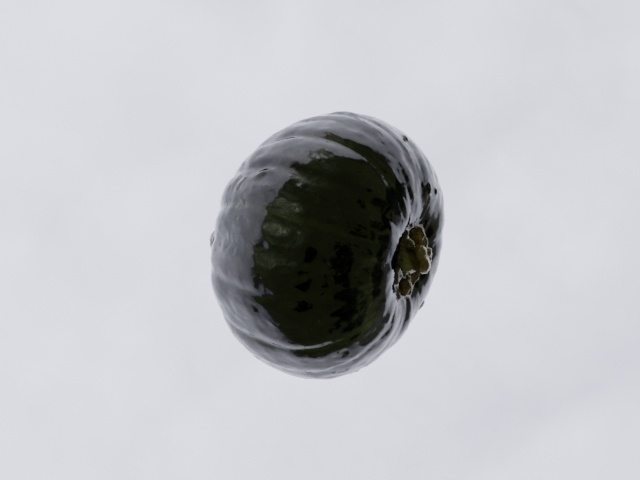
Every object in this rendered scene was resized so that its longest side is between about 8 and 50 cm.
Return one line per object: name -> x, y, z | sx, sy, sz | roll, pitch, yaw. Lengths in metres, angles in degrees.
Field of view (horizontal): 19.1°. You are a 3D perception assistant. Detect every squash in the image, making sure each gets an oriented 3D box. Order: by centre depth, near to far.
squash -> 0.006, 0.000, 1.302 | 0.193, 0.156, 0.193 | -31, -42, -33
